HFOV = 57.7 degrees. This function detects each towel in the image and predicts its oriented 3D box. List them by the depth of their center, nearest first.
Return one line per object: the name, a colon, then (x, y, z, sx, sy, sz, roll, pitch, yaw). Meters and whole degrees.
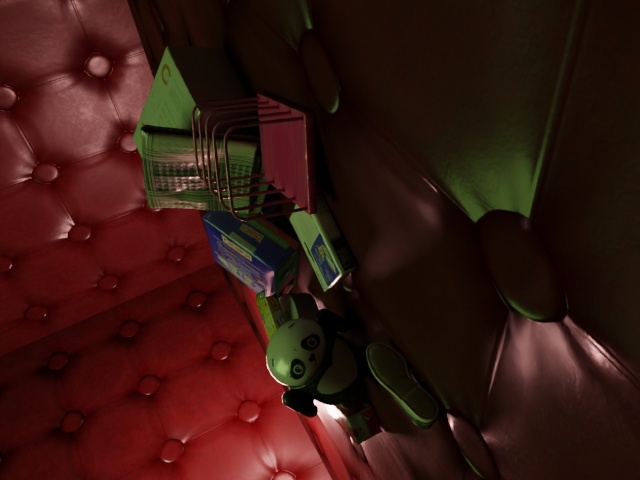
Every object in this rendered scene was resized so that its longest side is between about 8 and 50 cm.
towel: (-0.285, -0.162, 1.482, 0.312, 0.324, 0.056, 110, 159, -55)

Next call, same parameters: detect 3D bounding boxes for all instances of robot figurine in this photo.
robot figurine: (-0.003, 0.300, 1.422, 0.278, 0.173, 0.209, 36, -150, -36)

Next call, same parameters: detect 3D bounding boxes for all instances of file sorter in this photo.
file sorter: (-0.148, -0.180, 1.212, 0.290, 0.182, 0.202, -139, 42, -58)

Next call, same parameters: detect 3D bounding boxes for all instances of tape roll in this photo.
tape roll: (-0.068, 0.269, 1.768, 0.219, 0.072, 0.219, 179, 90, -68)

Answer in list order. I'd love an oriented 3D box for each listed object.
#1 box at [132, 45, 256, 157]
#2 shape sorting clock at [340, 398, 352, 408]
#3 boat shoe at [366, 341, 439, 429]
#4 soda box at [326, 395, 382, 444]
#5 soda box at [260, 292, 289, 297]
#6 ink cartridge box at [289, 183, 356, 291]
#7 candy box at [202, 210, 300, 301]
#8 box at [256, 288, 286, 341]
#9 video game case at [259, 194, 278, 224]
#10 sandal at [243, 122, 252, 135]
box: (-0.345, -0.309, 1.545, 0.345, 0.168, 0.215, -48, 64, 45)
shape sorting clock: (0.041, 0.373, 1.633, 0.206, 0.040, 0.206, 58, -167, -22)
boat shoe: (0.158, 0.293, 1.169, 0.206, 0.075, 0.065, 48, 154, 38)
soda box: (0.084, 0.502, 1.725, 0.092, 0.083, 0.263, 69, 165, -10)
soda box: (-0.170, 0.193, 2.108, 0.091, 0.098, 0.286, 51, 160, 44)
ink cartridge box: (0.000, 0.000, 1.317, 0.206, 0.045, 0.208, 64, 163, 10)
candy box: (-0.204, 0.036, 1.760, 0.268, 0.122, 0.317, 36, 159, 11)
box: (-0.143, 0.234, 1.748, 0.105, 0.043, 0.179, -33, 77, 64)
video game case: (-0.245, -0.148, 1.782, 0.269, 0.061, 0.244, 48, 162, 8)
sandal: (-0.253, -0.358, 1.627, 0.255, 0.054, 0.097, 58, 163, 29)
